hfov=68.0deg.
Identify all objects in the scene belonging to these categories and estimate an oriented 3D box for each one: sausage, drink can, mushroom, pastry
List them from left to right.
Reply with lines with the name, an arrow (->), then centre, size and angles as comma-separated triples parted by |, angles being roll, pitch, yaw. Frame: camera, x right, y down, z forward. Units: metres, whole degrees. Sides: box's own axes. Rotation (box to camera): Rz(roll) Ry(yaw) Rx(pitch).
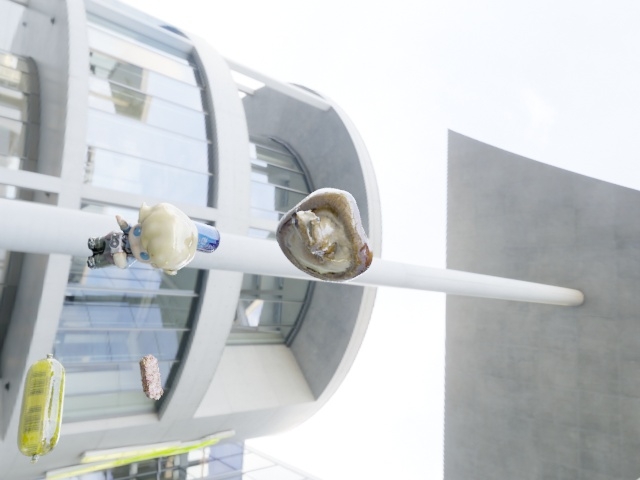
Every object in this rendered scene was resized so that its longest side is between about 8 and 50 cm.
sausage -> -0.912, 0.543, 1.556 | 0.123, 0.123, 0.347 | -39, -131, 37
pastry -> -0.649, 0.523, 1.804 | 0.063, 0.087, 0.170 | -19, -105, 24
drink can -> -0.421, -0.021, 1.488 | 0.097, 0.235, 0.097 | -4, -100, 24
mushroom -> 0.000, 0.000, 1.512 | 0.345, 0.260, 0.346 | 14, -52, 18

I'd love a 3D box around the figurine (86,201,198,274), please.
figurine -> -0.312, 0.001, 0.820 | 0.195, 0.108, 0.114 | -7, -110, 8
